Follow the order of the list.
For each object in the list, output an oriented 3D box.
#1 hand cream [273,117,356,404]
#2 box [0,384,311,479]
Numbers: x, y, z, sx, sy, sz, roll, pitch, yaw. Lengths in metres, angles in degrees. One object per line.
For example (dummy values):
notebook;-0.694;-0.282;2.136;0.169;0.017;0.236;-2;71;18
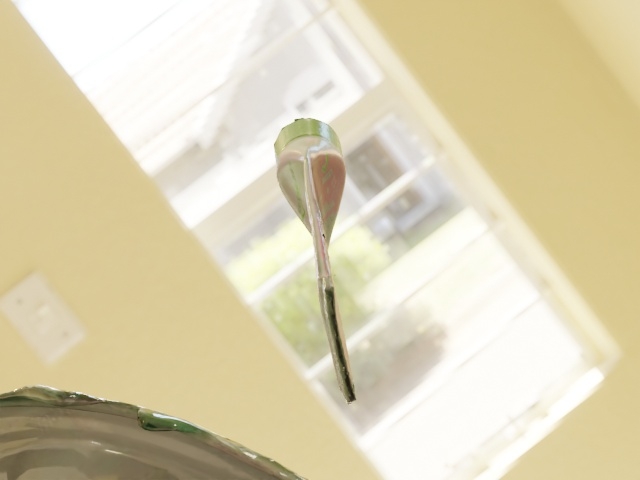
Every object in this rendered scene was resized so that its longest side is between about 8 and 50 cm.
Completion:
hand cream;0.001;0.000;1.127;0.050;0.079;0.275;-34;26;14
box;-0.113;0.170;0.709;0.337;0.264;0.106;-16;55;42
